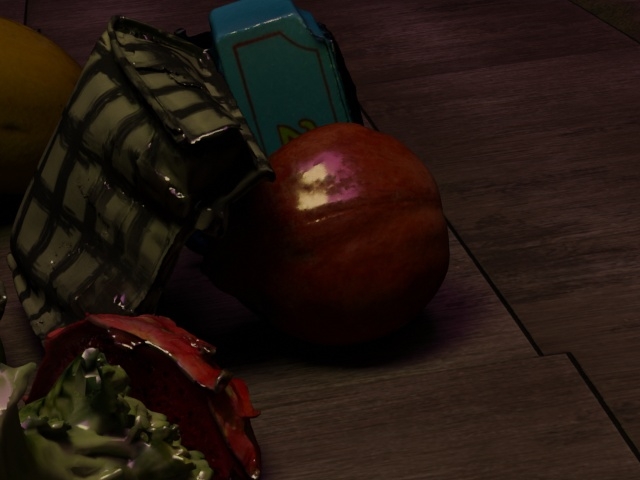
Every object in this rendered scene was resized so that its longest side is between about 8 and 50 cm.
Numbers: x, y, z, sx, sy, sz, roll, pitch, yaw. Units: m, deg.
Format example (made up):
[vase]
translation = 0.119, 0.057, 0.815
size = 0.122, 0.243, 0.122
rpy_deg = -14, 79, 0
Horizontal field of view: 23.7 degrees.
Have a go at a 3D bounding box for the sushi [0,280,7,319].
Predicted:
[sushi]
translation = -0.458, 0.068, 1.607
size = 0.200, 0.204, 0.213
rpy_deg = 12, 50, -33

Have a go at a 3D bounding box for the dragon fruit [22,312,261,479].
[dragon fruit]
translation = -0.145, 0.127, 1.406
size = 0.274, 0.161, 0.126
rpy_deg = 8, 29, 34

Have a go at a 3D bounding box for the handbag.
[handbag]
translation = -0.199, -0.033, 1.603
size = 0.162, 0.325, 0.327
rpy_deg = 18, 17, -28

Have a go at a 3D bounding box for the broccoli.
[broccoli]
translation = -0.256, 0.221, 1.059
size = 0.338, 0.317, 0.277
rpy_deg = -26, 59, 5

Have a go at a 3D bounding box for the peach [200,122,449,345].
[peach]
translation = 0.000, 0.000, 1.601
size = 0.257, 0.232, 0.232
rpy_deg = -9, 22, -21

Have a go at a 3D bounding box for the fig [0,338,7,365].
[fig]
translation = -0.383, 0.137, 1.418
size = 0.181, 0.181, 0.191
rpy_deg = -7, 47, -5

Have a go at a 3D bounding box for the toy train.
[toy train]
translation = -0.082, -0.142, 1.855
size = 0.265, 0.300, 0.188
rpy_deg = -17, 23, 0

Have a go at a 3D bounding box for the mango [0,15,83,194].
[mango]
translation = -0.468, -0.194, 2.021
size = 0.301, 0.220, 0.445
rpy_deg = 47, 13, 24
